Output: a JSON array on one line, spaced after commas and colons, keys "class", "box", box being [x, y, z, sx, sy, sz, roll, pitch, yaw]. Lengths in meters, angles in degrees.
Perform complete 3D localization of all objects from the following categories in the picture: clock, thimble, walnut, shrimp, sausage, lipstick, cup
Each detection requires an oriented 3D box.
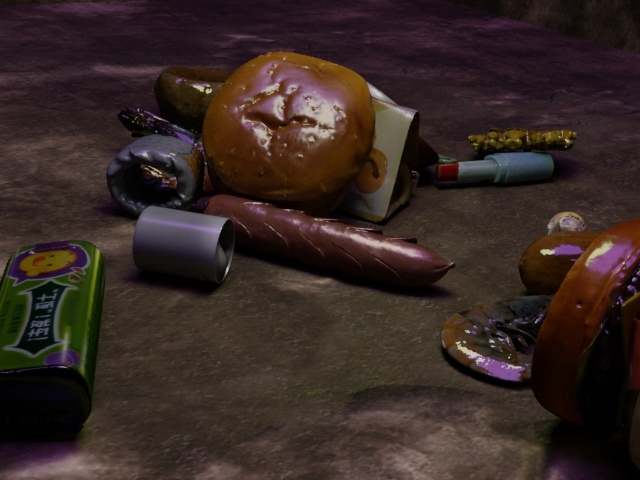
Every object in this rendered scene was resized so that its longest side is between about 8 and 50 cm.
[{"class": "clock", "box": [0.111, -0.256, 2.026, 0.318, 0.080, 0.318, 36, 1, -1]}, {"class": "thimble", "box": [-0.279, -0.108, 1.722, 0.151, 0.127, 0.118, 2, 23, 12]}, {"class": "walnut", "box": [0.403, 0.042, 1.550, 0.207, 0.116, 0.116, -2, 23, -12]}, {"class": "shrimp", "box": [0.304, 0.130, 1.394, 0.295, 0.058, 0.169, -13, 36, -30]}, {"class": "sausage", "box": [0.000, 0.002, 1.586, 0.432, 0.088, 0.088, 13, 24, 19]}, {"class": "shrimp", "box": [-0.298, -0.162, 1.898, 0.290, 0.054, 0.222, 32, 37, 18]}, {"class": "lipstick", "box": [0.347, -0.144, 2.041, 0.274, 0.061, 0.068, -6, 28, -26]}, {"class": "cup", "box": [-0.200, 0.016, 1.514, 0.133, 0.136, 0.099, 9, 57, 9]}]

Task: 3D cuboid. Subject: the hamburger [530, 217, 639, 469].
[{"class": "hamburger", "box": [0.392, 0.127, 1.147, 0.225, 0.291, 0.291, 26, 30, 35]}]

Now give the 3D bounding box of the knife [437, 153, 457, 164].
[{"class": "knife", "box": [0.161, -0.206, 2.202, 0.293, 0.020, 0.043, 18, 24, 26]}]

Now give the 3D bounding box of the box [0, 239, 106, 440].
[{"class": "box", "box": [-0.335, 0.111, 1.226, 0.134, 0.097, 0.345, -7, 24, -7]}]

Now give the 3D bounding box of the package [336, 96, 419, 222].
[{"class": "package", "box": [0.029, -0.167, 1.896, 0.311, 0.222, 0.165, 15, 3, 20]}]

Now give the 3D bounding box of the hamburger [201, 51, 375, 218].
[{"class": "hamburger", "box": [-0.051, -0.184, 1.723, 0.289, 0.170, 0.314, 16, 63, 12]}]

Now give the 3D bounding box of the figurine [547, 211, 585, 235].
[{"class": "figurine", "box": [0.401, 0.015, 1.683, 0.083, 0.083, 0.187, 9, 37, 9]}]

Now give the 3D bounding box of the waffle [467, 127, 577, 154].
[{"class": "waffle", "box": [0.435, -0.212, 2.163, 0.228, 0.051, 0.231, -2, 1, 19]}]

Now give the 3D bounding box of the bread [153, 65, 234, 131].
[{"class": "bread", "box": [-0.256, -0.311, 2.224, 0.229, 0.123, 0.230, 6, 17, -2]}]
